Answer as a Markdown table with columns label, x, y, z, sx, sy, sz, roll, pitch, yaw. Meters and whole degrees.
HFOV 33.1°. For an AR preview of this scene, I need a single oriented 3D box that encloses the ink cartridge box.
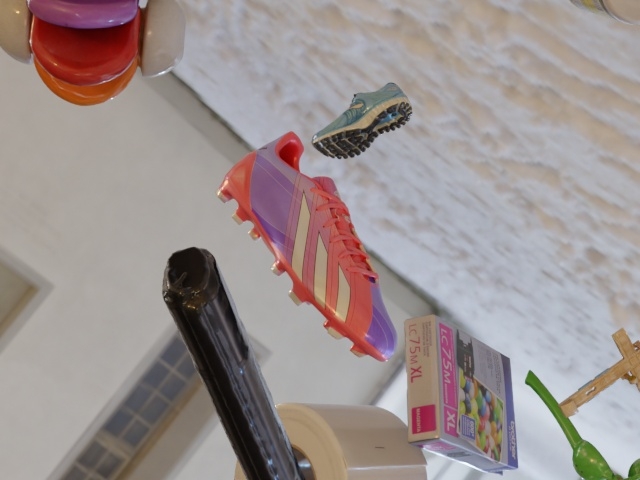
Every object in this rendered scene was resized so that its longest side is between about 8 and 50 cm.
| label | x | y | z | sx | sy | sz | roll | pitch | yaw |
| --- | --- | --- | --- | --- | --- | --- | --- | --- | --- |
| ink cartridge box | 0.227 | 0.244 | 1.636 | 0.065 | 0.186 | 0.311 | -14 | 153 | 29 |

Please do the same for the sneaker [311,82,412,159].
| label | x | y | z | sx | sy | sz | roll | pitch | yaw |
| --- | --- | --- | --- | --- | --- | --- | --- | --- | --- |
| sneaker | 0.059 | -0.180 | 1.600 | 0.063 | 0.162 | 0.073 | 47 | -157 | -48 |

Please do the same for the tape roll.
| label | x | y | z | sx | sy | sz | roll | pitch | yaw |
| --- | --- | --- | --- | --- | --- | --- | --- | --- | --- |
| tape roll | 0.012 | 0.360 | 1.564 | 0.169 | 0.246 | 0.246 | 9 | -165 | -42 |

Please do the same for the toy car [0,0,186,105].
| label | x | y | z | sx | sy | sz | roll | pitch | yaw |
| --- | --- | --- | --- | --- | --- | --- | --- | --- | --- |
| toy car | -0.187 | -0.192 | 0.860 | 0.159 | 0.182 | 0.136 | 5 | -142 | -6 |

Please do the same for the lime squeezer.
| label | x | y | z | sx | sy | sz | roll | pitch | yaw |
| --- | --- | --- | --- | --- | --- | --- | --- | --- | --- |
| lime squeezer | 0.386 | 0.266 | 1.336 | 0.310 | 0.110 | 0.059 | 18 | 138 | 23 |

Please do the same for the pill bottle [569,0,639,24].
| label | x | y | z | sx | sy | sz | roll | pitch | yaw |
| --- | --- | --- | --- | --- | --- | --- | --- | --- | --- |
| pill bottle | 0.422 | -0.386 | 1.564 | 0.119 | 0.119 | 0.208 | 41 | -173 | -22 |

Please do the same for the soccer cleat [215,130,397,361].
| label | x | y | z | sx | sy | sz | roll | pitch | yaw |
| --- | --- | --- | --- | --- | --- | --- | --- | --- | --- |
| soccer cleat | 0.000 | 0.000 | 0.924 | 0.248 | 0.095 | 0.083 | 49 | -177 | 38 |

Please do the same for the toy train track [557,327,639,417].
| label | x | y | z | sx | sy | sz | roll | pitch | yaw |
| --- | --- | --- | --- | --- | --- | --- | --- | --- | --- |
| toy train track | 0.194 | 0.090 | 0.707 | 0.048 | 0.083 | 0.014 | 60 | 171 | -17 |

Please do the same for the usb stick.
| label | x | y | z | sx | sy | sz | roll | pitch | yaw |
| --- | --- | --- | --- | --- | --- | --- | --- | --- | --- |
| usb stick | -0.062 | 0.126 | 0.859 | 0.077 | 0.045 | 0.278 | -111 | 1 | -56 |
